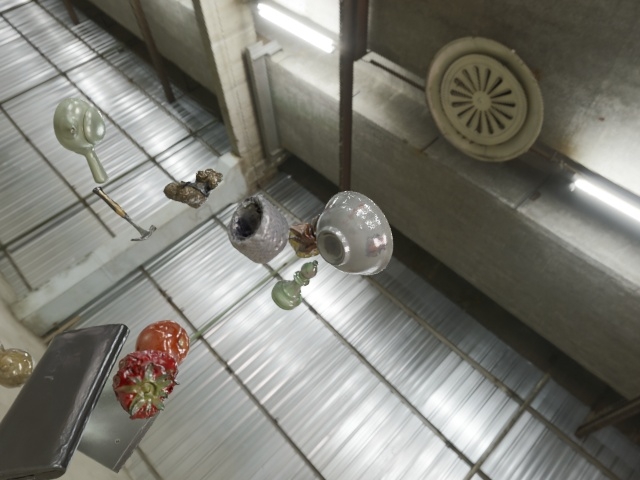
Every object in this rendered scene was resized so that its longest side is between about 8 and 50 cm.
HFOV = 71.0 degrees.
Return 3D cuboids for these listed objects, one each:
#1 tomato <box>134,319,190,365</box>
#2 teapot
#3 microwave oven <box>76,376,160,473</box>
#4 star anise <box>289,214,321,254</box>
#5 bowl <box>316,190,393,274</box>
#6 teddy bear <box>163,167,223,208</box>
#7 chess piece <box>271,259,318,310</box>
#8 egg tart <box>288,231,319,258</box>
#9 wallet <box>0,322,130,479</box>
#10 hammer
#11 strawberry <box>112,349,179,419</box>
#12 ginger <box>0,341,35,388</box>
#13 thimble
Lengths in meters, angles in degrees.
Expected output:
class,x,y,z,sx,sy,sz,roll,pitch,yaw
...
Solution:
class,x,y,z,sx,sy,sz,roll,pitch,yaw
tomato,-0.631,0.422,1.783,0.208,0.185,0.208,-13,90,-80
teapot,-0.926,-0.404,1.779,0.149,0.220,0.318,5,-36,3
microwave oven,-0.854,0.651,1.684,0.374,0.236,0.432,41,-33,-17
star anise,-0.002,-0.001,2.117,0.293,0.109,0.349,3,-34,9
bowl,0.088,0.000,1.670,0.346,0.157,0.345,23,-54,36
teddy bear,-0.471,-0.188,1.686,0.182,0.251,0.129,14,-55,22
chess piece,-0.087,0.166,1.857,0.139,0.139,0.271,46,-54,9
egg tart,-0.066,0.020,2.308,0.232,0.098,0.252,21,-37,-24
wallet,-0.634,0.376,1.091,0.406,0.228,0.062,-91,169,-54
hammer,-0.574,-0.075,1.291,0.201,0.078,0.021,45,-34,-15
strawberry,-0.512,0.401,1.297,0.201,0.184,0.186,12,-68,46
ginger,-1.295,0.468,1.764,0.304,0.155,0.245,38,-20,-34
thimble,-0.246,-0.046,1.767,0.217,0.245,0.157,-12,-35,27
